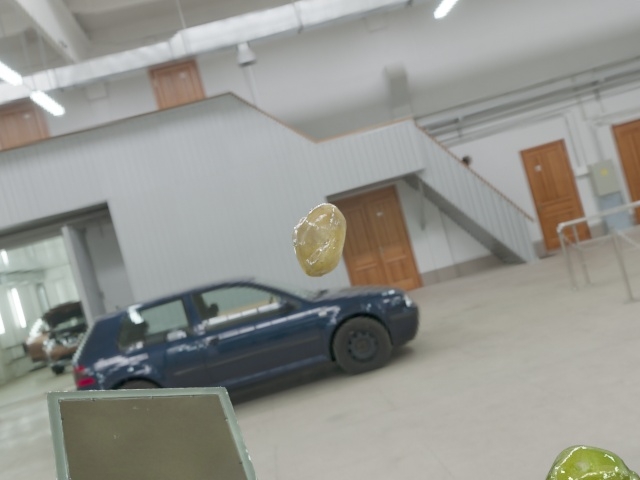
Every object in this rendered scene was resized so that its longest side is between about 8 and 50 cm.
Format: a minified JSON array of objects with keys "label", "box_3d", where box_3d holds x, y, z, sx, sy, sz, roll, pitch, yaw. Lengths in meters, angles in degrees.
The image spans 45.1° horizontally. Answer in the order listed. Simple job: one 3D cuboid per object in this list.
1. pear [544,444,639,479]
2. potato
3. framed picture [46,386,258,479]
[{"label":"pear","box_3d":[0.279,0.252,0.790,0.096,0.092,0.092,-7,3,18]},{"label":"potato","box_3d":[0.000,0.000,0.854,0.062,0.083,0.068,-6,-28,-12]},{"label":"framed picture","box_3d":[-0.230,0.287,1.064,0.274,0.017,0.217,5,35,-27]}]
